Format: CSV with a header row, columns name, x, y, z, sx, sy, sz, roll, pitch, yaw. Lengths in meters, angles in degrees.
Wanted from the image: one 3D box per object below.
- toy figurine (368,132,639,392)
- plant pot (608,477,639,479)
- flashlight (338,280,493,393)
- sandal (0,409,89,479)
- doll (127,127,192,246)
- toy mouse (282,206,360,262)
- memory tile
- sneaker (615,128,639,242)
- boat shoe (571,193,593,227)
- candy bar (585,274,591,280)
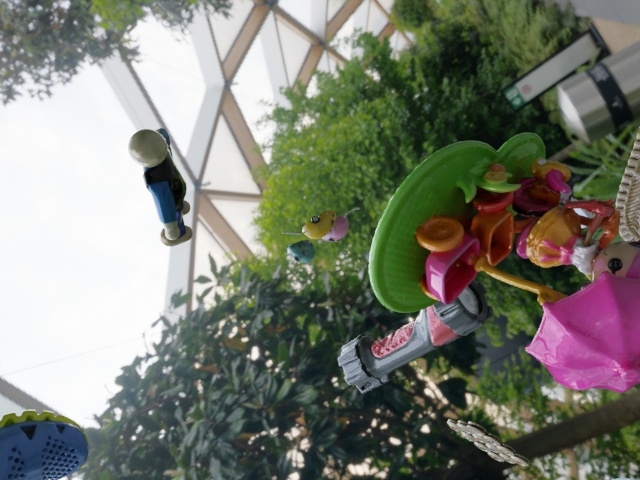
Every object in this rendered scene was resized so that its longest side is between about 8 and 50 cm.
name,x,y,z,sx,sy,sz,roll,pitch,yaw
toy figurine,0.146,0.016,0.338,0.159,0.173,0.130,37,151,41
plant pot,0.514,0.472,0.721,0.255,0.271,0.271,13,-144,-12
flashlight,0.149,0.159,0.962,0.103,0.304,0.103,37,-138,-17
sandal,-0.442,0.310,0.664,0.317,0.126,0.138,-13,-149,-30
doll,-0.171,-0.057,0.610,0.189,0.046,0.129,102,159,-64
toy mouse,0.000,0.000,0.931,0.161,0.143,0.031,-29,-110,-26
memory tile,0.327,0.397,1.087,0.148,0.113,0.012,37,-113,-8
sneaker,0.384,-0.125,0.517,0.153,0.282,0.099,-5,-152,-35
boat shoe,0.570,-0.094,1.334,0.228,0.076,0.080,32,148,61
candy bar,0.614,0.068,1.258,0.161,0.018,0.040,46,-122,-17
